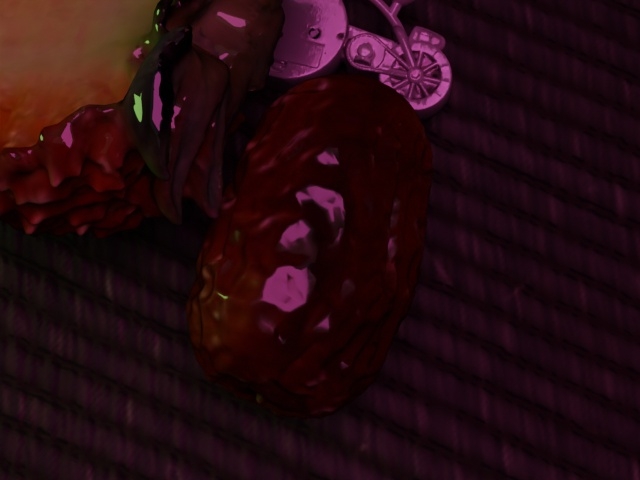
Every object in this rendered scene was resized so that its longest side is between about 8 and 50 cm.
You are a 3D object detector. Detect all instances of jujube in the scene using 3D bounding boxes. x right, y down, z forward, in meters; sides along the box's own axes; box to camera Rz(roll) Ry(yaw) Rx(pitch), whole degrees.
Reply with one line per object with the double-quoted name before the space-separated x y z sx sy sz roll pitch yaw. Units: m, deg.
"jujube" 0.000 0.000 0.589 0.109 0.112 0.176 20 73 1

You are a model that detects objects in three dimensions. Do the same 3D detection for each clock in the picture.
"clock" 0.017 -0.115 0.651 0.129 0.041 0.087 22 80 6

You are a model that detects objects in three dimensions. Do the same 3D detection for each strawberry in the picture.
"strawberry" -0.158 -0.097 0.610 0.306 0.138 0.233 6 56 24
